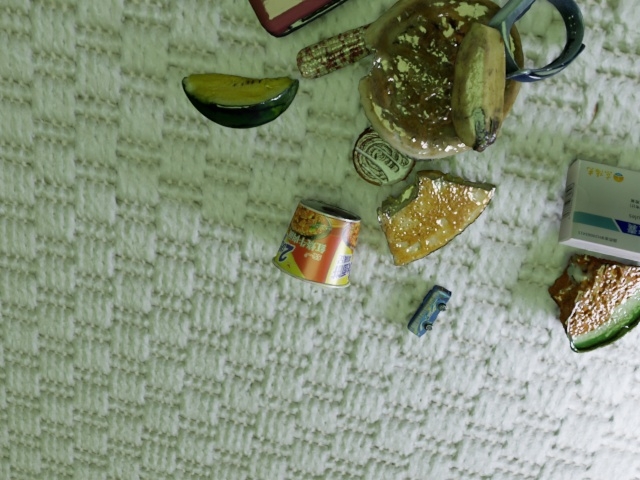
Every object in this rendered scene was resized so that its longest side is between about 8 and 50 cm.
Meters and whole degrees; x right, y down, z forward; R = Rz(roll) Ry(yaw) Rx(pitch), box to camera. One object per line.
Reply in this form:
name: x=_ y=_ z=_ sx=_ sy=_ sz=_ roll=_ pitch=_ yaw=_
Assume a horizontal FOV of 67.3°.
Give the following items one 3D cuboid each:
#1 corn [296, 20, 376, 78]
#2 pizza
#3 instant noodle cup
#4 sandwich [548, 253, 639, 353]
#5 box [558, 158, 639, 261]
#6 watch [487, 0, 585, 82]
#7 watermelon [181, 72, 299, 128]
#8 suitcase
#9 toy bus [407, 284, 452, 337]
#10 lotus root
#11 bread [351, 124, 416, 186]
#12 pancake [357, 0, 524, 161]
corn: x=0.057 y=-0.445 z=1.110 sx=0.237 sy=0.079 sz=0.079 roll=-20 pitch=104 yaw=14
pizza: x=0.256 y=-0.072 z=1.186 sx=0.223 sy=0.089 sz=0.323 roll=34 pitch=119 yaw=-26
instant noodle cup: x=0.000 y=0.000 z=1.213 sx=0.213 sy=0.213 sz=0.174 roll=18 pitch=102 yaw=3
sandwich: x=0.692 y=0.143 z=1.198 sx=0.212 sy=0.109 sz=0.292 roll=24 pitch=106 yaw=10
box: x=0.736 y=-0.051 z=1.093 sx=0.344 sy=0.065 sz=0.200 roll=13 pitch=77 yaw=4
watch: x=0.457 y=-0.430 z=1.017 sx=0.193 sy=0.068 sz=0.206 roll=44 pitch=86 yaw=-17
watermelon: x=-0.208 y=-0.351 z=1.191 sx=0.301 sy=0.123 sz=0.129 roll=6 pitch=77 yaw=7
suitcase: x=-0.035 y=-0.600 z=1.027 sx=0.297 sy=0.161 sz=0.236 roll=-25 pitch=104 yaw=15
toy bus: x=0.296 y=0.192 z=1.303 sx=0.061 sy=0.051 sz=0.153 roll=30 pitch=111 yaw=4
lotus root: x=0.329 y=-0.314 z=0.999 sx=0.110 sy=0.097 sz=0.258 roll=-6 pitch=106 yaw=-22
bread: x=0.158 y=-0.211 z=1.175 sx=0.161 sy=0.073 sz=0.160 roll=2 pitch=107 yaw=7
pancake: x=0.260 y=-0.363 z=1.069 sx=0.383 sy=0.071 sz=0.381 roll=-1 pitch=100 yaw=-5
